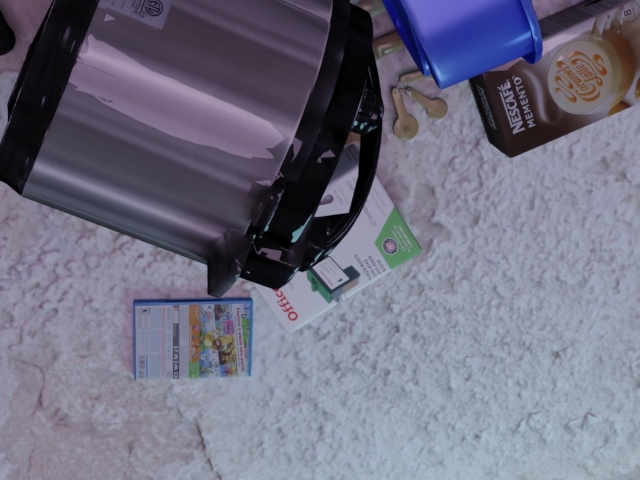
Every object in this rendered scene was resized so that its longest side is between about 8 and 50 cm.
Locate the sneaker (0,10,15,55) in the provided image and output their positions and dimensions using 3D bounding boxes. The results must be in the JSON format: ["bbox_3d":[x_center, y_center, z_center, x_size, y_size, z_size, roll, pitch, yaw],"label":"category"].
[{"bbox_3d":[-0.434,-0.353,1.343,0.124,0.107,0.283,-36,111,1],"label":"sneaker"}]

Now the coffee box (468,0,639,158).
[{"bbox_3d":[0.330,-0.226,1.525,0.246,0.098,0.141,-24,111,-1],"label":"coffee box"}]

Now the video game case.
[{"bbox_3d":[-0.179,0.139,1.611,0.166,0.015,0.119,-1,109,-10],"label":"video game case"}]

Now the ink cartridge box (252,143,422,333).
[{"bbox_3d":[0.000,0.000,1.551,0.219,0.092,0.160,-33,111,2],"label":"ink cartridge box"}]

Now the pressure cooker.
[{"bbox_3d":[-0.126,-0.154,1.322,0.420,0.375,0.370,20,104,-15],"label":"pressure cooker"}]

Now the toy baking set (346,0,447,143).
[{"bbox_3d":[0.089,-0.246,1.516,0.196,0.030,0.256,8,108,-15],"label":"toy baking set"}]

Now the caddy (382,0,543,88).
[{"bbox_3d":[0.150,-0.346,1.353,0.179,0.241,0.341,-28,107,3],"label":"caddy"}]
